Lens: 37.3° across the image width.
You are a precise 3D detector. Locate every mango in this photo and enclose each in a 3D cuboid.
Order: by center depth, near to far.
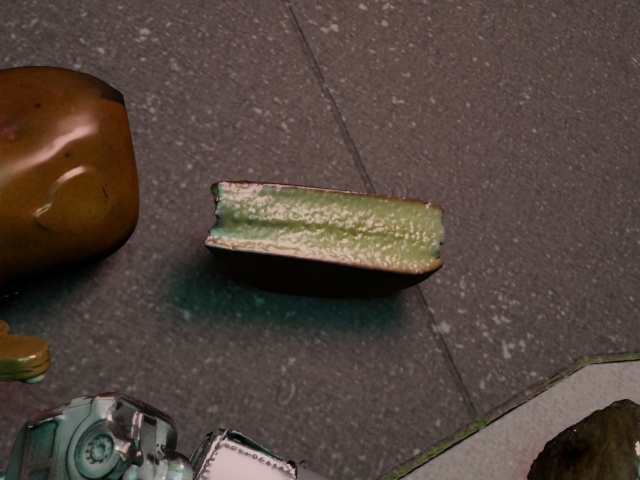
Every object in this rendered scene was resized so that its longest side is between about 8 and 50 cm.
[{"bbox_3d":[-0.293,-0.049,0.830,0.287,0.153,0.201,-30,65,-36],"label":"mango"}]

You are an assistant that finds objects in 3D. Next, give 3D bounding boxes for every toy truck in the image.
[{"bbox_3d":[-0.175,0.255,0.695,0.114,0.135,0.271,45,37,-52],"label":"toy truck"}]

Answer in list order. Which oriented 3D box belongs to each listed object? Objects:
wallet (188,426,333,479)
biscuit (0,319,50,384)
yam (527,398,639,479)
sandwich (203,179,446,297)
[{"bbox_3d":[-0.023,0.269,0.797,0.231,0.069,0.170,31,55,-6],"label":"wallet"},{"bbox_3d":[-0.338,0.107,0.725,0.240,0.158,0.035,-12,105,-36],"label":"biscuit"},{"bbox_3d":[0.345,0.284,0.869,0.300,0.195,0.195,27,54,-6],"label":"yam"},{"bbox_3d":[0.000,0.000,0.956,0.257,0.096,0.094,7,65,-20],"label":"sandwich"}]
